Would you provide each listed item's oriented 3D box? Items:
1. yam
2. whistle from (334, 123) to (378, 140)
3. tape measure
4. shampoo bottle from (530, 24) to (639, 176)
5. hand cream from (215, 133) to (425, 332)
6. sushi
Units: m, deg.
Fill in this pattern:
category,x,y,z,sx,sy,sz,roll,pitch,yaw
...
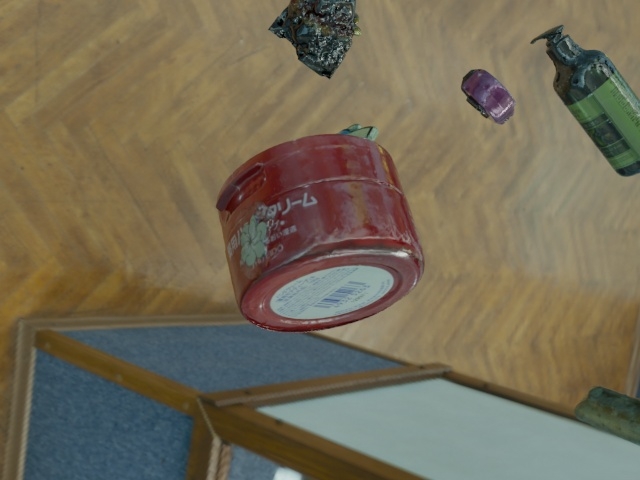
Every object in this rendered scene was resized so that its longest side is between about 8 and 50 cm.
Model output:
category,x,y,z,sx,sy,sz,roll,pitch,yaw
yam,0.509,0.267,1.150,0.071,0.317,0.067,-23,114,-42
whistle,0.042,-0.200,1.779,0.077,0.235,0.114,44,59,-25
tape measure,0.352,-0.299,1.738,0.074,0.118,0.125,-46,144,9
shampoo bottle,0.465,-0.241,1.390,0.284,0.101,0.101,50,56,-9
hand cream,0.000,0.000,0.948,0.230,0.230,0.149,21,46,-51
sushi,0.007,-0.483,1.803,0.172,0.150,0.153,34,43,-9
